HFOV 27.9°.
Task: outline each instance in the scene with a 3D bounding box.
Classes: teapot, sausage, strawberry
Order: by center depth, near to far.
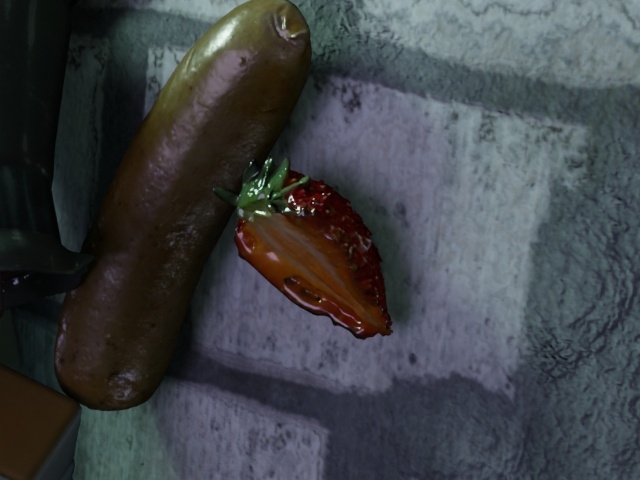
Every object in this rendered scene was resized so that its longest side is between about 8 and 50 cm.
[{"bbox_3d":[-0.002,-0.003,1.176,0.192,0.085,0.140,25,142,23],"label":"strawberry"},{"bbox_3d":[-0.412,-0.087,1.251,0.376,0.305,0.362,-11,76,-5],"label":"teapot"},{"bbox_3d":[-0.148,-0.030,1.268,0.136,0.123,0.501,48,123,34],"label":"sausage"}]

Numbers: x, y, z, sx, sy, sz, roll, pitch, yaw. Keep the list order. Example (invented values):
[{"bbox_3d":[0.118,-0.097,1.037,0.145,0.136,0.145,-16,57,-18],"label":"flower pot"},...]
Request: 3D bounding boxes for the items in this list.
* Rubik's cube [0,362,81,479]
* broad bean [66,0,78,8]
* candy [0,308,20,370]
[{"bbox_3d":[-0.484,0.303,1.330,0.344,0.347,0.347,25,138,3],"label":"Rubik's cube"},{"bbox_3d":[-0.279,-0.277,1.368,0.254,0.046,0.065,-22,86,38],"label":"broad bean"},{"bbox_3d":[-0.488,0.018,1.521,0.208,0.145,0.359,-7,95,36],"label":"candy"}]
